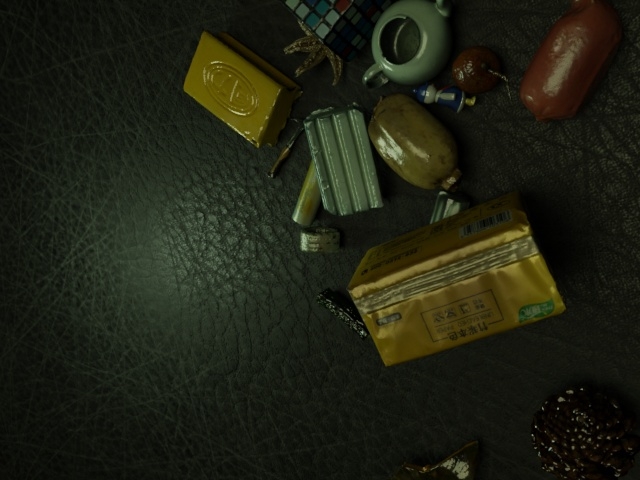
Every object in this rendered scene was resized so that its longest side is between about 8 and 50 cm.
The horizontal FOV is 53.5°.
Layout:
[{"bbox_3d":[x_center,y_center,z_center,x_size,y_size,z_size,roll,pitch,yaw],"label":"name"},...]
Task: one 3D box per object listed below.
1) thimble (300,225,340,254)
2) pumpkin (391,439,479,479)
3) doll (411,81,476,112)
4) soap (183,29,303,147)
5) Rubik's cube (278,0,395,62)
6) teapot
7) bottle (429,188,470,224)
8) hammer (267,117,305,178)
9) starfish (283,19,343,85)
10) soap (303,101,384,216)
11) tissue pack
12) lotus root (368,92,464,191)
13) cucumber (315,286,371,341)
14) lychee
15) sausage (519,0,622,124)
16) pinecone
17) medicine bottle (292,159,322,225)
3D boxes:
[{"bbox_3d":[0.000,0.000,1.707,0.109,0.084,0.062,6,108,17],"label":"thimble"},{"bbox_3d":[0.310,0.664,1.645,0.258,0.095,0.290,-10,99,32],"label":"pumpkin"},{"bbox_3d":[0.276,-0.324,1.432,0.142,0.099,0.058,12,98,4],"label":"doll"},{"bbox_3d":[-0.222,-0.416,1.755,0.324,0.096,0.204,38,119,21],"label":"soap"},{"bbox_3d":[0.035,-0.557,1.469,0.187,0.184,0.182,46,105,15],"label":"Rubik's cube"},{"bbox_3d":[0.202,-0.449,1.437,0.294,0.129,0.193,-42,76,33],"label":"teapot"},{"bbox_3d":[0.285,0.002,1.520,0.096,0.079,0.254,38,123,52],"label":"bottle"},{"bbox_3d":[-0.094,-0.254,1.751,0.078,0.021,0.201,47,121,17],"label":"hammer"},{"bbox_3d":[0.008,-0.505,1.606,0.238,0.057,0.213,-42,81,14],"label":"starfish"},{"bbox_3d":[0.059,-0.200,1.570,0.150,0.094,0.262,-12,106,6],"label":"soap"},{"bbox_3d":[0.285,0.077,1.337,0.381,0.293,0.228,-21,101,19],"label":"tissue pack"},{"bbox_3d":[0.220,-0.221,1.468,0.146,0.160,0.284,-41,76,-10],"label":"lotus root"},{"bbox_3d":[0.072,0.200,1.723,0.187,0.058,0.058,38,119,22],"label":"cucumber"},{"bbox_3d":[0.349,-0.367,1.373,0.140,0.101,0.114,-1,132,46],"label":"lychee"},{"bbox_3d":[0.493,-0.351,1.255,0.148,0.148,0.254,38,119,22],"label":"sausage"},{"bbox_3d":[0.560,0.432,1.364,0.221,0.221,0.222,9,106,33],"label":"pinecone"},{"bbox_3d":[-0.015,-0.147,1.694,0.074,0.074,0.218,34,120,23],"label":"medicine bottle"}]
